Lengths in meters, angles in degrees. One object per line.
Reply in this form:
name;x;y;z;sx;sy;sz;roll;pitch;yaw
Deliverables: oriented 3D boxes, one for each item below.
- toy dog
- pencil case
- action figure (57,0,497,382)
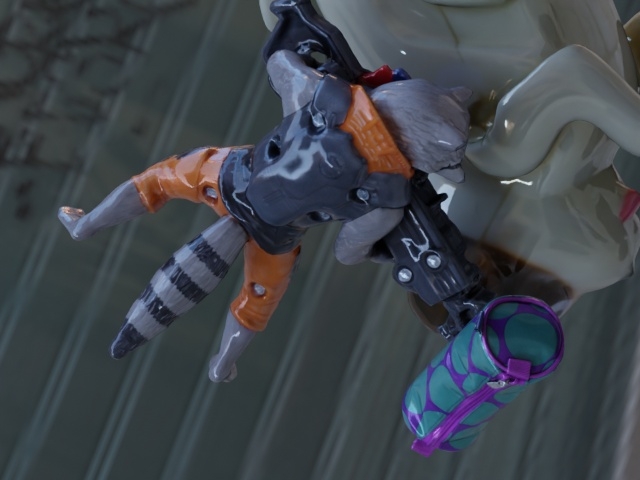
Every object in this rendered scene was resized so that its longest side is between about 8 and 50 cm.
toy dog;0.143;-0.118;1.594;0.284;0.395;0.408;-46;-54;-71
pencil case;0.111;0.096;1.321;0.070;0.064;0.151;-66;7;-34
action figure;0.000;0.000;1.472;0.330;0.341;0.178;-37;3;25
